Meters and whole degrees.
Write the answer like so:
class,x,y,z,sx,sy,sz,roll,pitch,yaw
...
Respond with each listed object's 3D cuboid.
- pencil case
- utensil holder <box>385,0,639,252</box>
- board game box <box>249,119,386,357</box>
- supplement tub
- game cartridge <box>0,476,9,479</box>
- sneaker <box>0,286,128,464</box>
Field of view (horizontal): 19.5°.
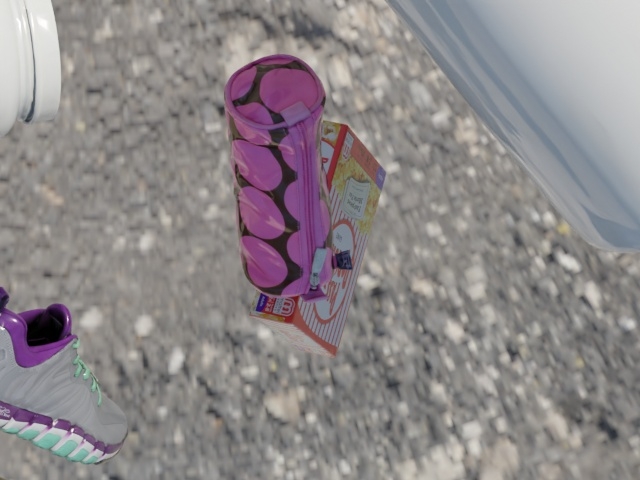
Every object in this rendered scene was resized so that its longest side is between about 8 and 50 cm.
class,x,y,z,sx,sy,sz,roll,pitch,yaw
pencil case,-0.028,-0.048,1.571,0.095,0.098,0.209,-16,131,-10
utensil holder,0.189,-0.229,1.270,0.328,0.327,0.385,-36,107,10
board game box,0.000,0.000,1.753,0.045,0.147,0.193,12,79,20
supplement tub,-0.301,-0.135,1.359,0.200,0.144,0.144,-9,117,-20
game cartridge,-0.263,0.320,1.598,0.324,0.052,0.285,23,132,5
sneaker,-0.192,0.101,1.386,0.098,0.083,0.224,-51,151,6
